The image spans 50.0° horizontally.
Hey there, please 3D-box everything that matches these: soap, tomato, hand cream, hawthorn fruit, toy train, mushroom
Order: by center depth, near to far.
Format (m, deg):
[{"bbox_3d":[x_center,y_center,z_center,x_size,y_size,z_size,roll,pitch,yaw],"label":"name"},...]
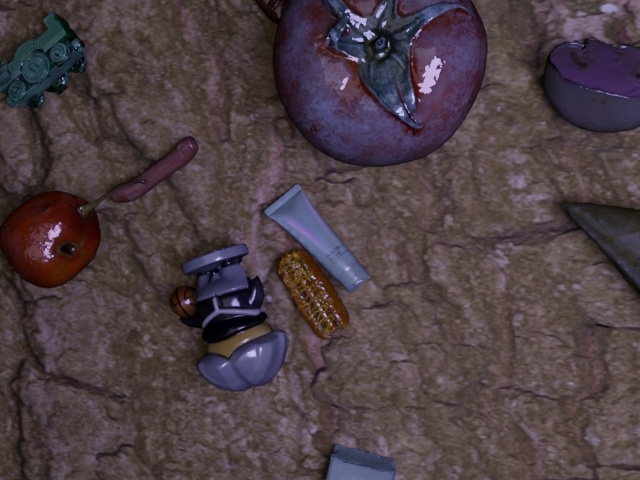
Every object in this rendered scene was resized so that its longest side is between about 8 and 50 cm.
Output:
[{"bbox_3d":[0.085,-0.265,1.018,0.317,0.282,0.316,0,91,7],"label":"tomato"},{"bbox_3d":[0.428,-0.227,1.046,0.188,0.141,0.117,20,130,10],"label":"mushroom"},{"bbox_3d":[0.000,0.000,1.165,0.078,0.050,0.205,-41,83,-11],"label":"hand cream"},{"bbox_3d":[0.054,0.462,1.169,0.115,0.063,0.198,12,95,8],"label":"soap"},{"bbox_3d":[-0.422,-0.043,1.184,0.285,0.165,0.165,-40,85,11],"label":"hawthorn fruit"},{"bbox_3d":[-0.504,-0.316,1.230,0.178,0.071,0.104,-37,78,8],"label":"toy train"}]

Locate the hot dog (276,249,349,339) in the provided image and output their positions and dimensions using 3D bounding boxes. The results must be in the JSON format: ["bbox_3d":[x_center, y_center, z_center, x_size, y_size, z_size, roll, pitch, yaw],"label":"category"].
[{"bbox_3d":[-0.014,0.089,1.173,0.071,0.045,0.165,-33,87,11],"label":"hot dog"}]

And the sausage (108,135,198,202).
[{"bbox_3d":[-0.292,-0.120,1.213,0.186,0.043,0.043,-33,87,9],"label":"sausage"}]

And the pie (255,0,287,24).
[{"bbox_3d":[-0.034,-0.445,1.149,0.183,0.049,0.182,0,92,12],"label":"pie"}]

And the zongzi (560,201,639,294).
[{"bbox_3d":[0.616,-0.007,1.000,0.356,0.174,0.393,-39,80,5],"label":"zongzi"}]

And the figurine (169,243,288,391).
[{"bbox_3d":[-0.156,0.139,1.159,0.176,0.133,0.236,-21,86,19],"label":"figurine"}]
